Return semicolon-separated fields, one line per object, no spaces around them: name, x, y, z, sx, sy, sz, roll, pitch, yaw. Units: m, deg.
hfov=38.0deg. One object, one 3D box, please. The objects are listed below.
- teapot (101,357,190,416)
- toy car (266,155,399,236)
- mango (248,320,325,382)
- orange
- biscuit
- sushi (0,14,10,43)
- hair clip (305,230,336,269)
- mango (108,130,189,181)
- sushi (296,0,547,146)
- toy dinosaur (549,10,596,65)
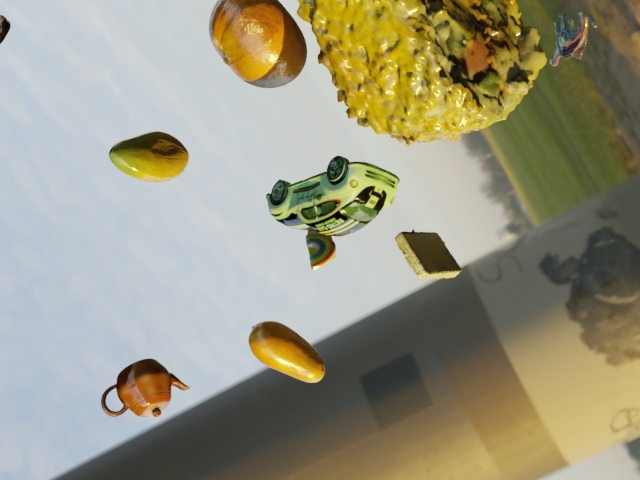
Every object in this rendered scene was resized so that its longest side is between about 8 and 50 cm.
teapot;-0.345;0.302;1.830;0.116;0.173;0.116;44;144;45
toy car;0.017;-0.071;1.866;0.136;0.306;0.125;19;-117;-40
mango;-0.071;0.233;1.954;0.178;0.090;0.115;29;-168;-17
orange;-0.141;-0.439;2.037;0.240;0.171;0.240;46;171;9
biscuit;0.248;0.034;2.147;0.199;0.040;0.121;2;-125;-58
sushi;-0.785;-0.506;2.271;0.046;0.083;0.044;33;-177;18
hair clip;0.000;0.000;1.966;0.188;0.060;0.033;-100;-3;-60
mango;-0.432;-0.208;2.375;0.137;0.091;0.237;51;-143;6
sushi;0.178;-0.359;1.555;0.351;0.240;0.396;-39;-75;-43
toy dinosaur;0.424;-0.344;1.569;0.197;0.045;0.080;127;138;-79
